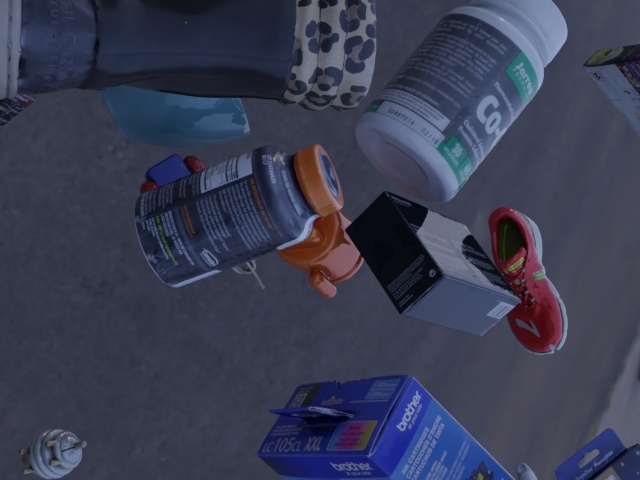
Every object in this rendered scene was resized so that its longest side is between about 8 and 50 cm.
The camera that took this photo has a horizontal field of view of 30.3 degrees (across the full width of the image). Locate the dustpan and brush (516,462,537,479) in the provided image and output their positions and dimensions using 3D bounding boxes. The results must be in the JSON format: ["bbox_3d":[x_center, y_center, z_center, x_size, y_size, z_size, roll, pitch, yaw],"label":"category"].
[{"bbox_3d":[0.263,0.328,1.355,0.147,0.211,0.060,-33,134,9],"label":"dustpan and brush"}]

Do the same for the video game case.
[{"bbox_3d":[0.489,-0.171,1.593,0.042,0.232,0.210,-47,-163,-12],"label":"video game case"}]

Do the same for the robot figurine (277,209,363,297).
[{"bbox_3d":[0.000,-0.002,1.976,0.128,0.158,0.219,-44,152,4],"label":"robot figurine"}]

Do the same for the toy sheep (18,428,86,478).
[{"bbox_3d":[-0.442,0.354,1.959,0.091,0.132,0.091,38,45,-51],"label":"toy sheep"}]

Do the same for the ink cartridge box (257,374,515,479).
[{"bbox_3d":[0.098,0.341,1.755,0.395,0.270,0.151,48,56,-22],"label":"ink cartridge box"}]

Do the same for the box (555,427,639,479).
[{"bbox_3d":[0.430,0.376,1.614,0.136,0.225,0.036,-28,169,-34],"label":"box"}]

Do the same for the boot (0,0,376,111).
[{"bbox_3d":[-0.121,-0.201,0.913,0.377,0.284,0.138,-108,-156,-63],"label":"boot"}]

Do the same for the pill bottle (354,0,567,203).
[{"bbox_3d":[0.237,-0.255,1.953,0.361,0.204,0.204,-51,154,-15],"label":"pill bottle"}]

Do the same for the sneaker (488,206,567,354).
[{"bbox_3d":[0.347,0.068,2.068,0.118,0.107,0.279,31,40,-58],"label":"sneaker"}]

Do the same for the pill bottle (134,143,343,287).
[{"bbox_3d":[-0.097,-0.039,1.473,0.130,0.245,0.130,-20,90,-76],"label":"pill bottle"}]

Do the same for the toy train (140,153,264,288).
[{"bbox_3d":[-0.191,-0.001,1.835,0.105,0.248,0.143,-35,177,-31],"label":"toy train"}]

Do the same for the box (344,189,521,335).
[{"bbox_3d":[0.184,0.041,1.898,0.103,0.184,0.261,-42,147,21],"label":"box"}]

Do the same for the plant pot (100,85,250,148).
[{"bbox_3d":[-0.262,-0.267,1.927,0.195,0.290,0.290,-24,146,-5],"label":"plant pot"}]

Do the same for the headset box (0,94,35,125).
[{"bbox_3d":[-0.414,-0.203,1.590,0.032,0.083,0.062,29,44,-41],"label":"headset box"}]
